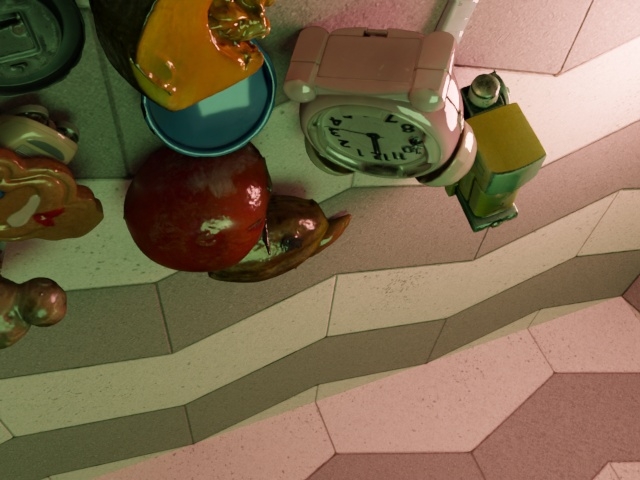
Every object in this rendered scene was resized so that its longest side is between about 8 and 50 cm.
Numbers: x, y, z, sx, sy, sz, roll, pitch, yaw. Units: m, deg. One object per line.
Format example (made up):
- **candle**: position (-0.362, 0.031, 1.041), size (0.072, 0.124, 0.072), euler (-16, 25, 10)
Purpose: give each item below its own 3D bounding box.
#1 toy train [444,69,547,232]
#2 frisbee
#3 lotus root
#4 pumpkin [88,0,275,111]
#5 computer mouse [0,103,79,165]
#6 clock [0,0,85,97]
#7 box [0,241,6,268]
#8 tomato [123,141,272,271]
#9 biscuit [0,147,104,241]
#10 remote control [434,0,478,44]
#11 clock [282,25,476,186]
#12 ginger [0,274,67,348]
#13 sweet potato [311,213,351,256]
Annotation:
- **toy train**: position (0.351, -0.184, 1.537), size (0.160, 0.253, 0.397), euler (-21, 160, -4)
- **frisbee**: position (-0.195, -0.260, 1.233), size (0.242, 0.045, 0.242), euler (-13, 127, -17)
- **lotus root**: position (-0.119, -0.017, 1.569), size (0.291, 0.193, 0.193), euler (-15, 148, -17)
- **pumpkin**: position (-0.187, -0.355, 0.971), size (0.257, 0.225, 0.303), euler (-11, 141, -31)
- **computer mouse**: position (-0.521, -0.137, 1.184), size (0.237, 0.081, 0.145), euler (-34, 148, 16)
- **clock**: position (-0.455, -0.304, 1.011), size (0.226, 0.049, 0.226), euler (-17, 150, -11)
- **box**: position (-0.617, -0.020, 1.339), size (0.050, 0.041, 0.207), euler (1, 140, -32)
- **tomato**: position (-0.225, -0.055, 1.339), size (0.309, 0.170, 0.308), euler (-4, 108, -14)
- **biscuit**: position (-0.513, -0.068, 1.175), size (0.202, 0.047, 0.334), euler (-36, 149, 22)
- **remote control**: position (0.255, -0.408, 1.377), size (0.061, 0.029, 0.162), euler (-11, 146, -26)
- **clock**: position (0.113, -0.231, 1.315), size (0.342, 0.183, 0.325), euler (13, 154, 21)
- **ginger**: position (-0.643, 0.102, 1.332), size (0.304, 0.155, 0.245), euler (30, 125, -30)
- **sweet potato**: position (-0.001, -0.002, 1.795), size (0.202, 0.055, 0.058), euler (-37, 148, 19)
